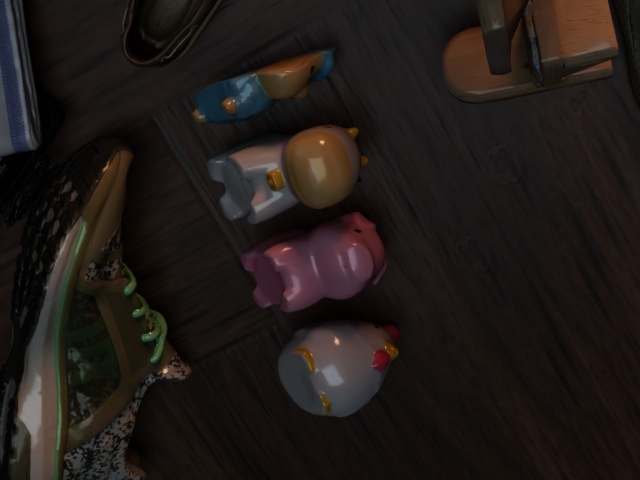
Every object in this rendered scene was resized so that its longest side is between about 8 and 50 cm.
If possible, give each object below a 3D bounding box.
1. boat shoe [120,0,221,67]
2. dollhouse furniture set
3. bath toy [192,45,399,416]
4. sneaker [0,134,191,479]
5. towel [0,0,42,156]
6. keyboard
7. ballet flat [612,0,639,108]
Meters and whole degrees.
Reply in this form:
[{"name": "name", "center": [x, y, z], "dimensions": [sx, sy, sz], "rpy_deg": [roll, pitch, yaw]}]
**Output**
[{"name": "boat shoe", "center": [-0.105, -0.260, 0.969], "dimensions": [0.095, 0.095, 0.257], "rpy_deg": [26, 117, -1]}, {"name": "dollhouse furniture set", "center": [0.063, -0.318, 0.817], "dimensions": [0.256, 0.362, 0.394], "rpy_deg": [-10, 81, 11]}, {"name": "bath toy", "center": [0.000, 0.000, 1.053], "dimensions": [0.129, 0.151, 0.348], "rpy_deg": [-25, 108, -30]}, {"name": "sneaker", "center": [-0.218, 0.091, 1.124], "dimensions": [0.182, 0.158, 0.410], "rpy_deg": [6, 112, -26]}, {"name": "towel", "center": [-0.411, -0.171, 1.062], "dimensions": [0.285, 0.034, 0.209], "rpy_deg": [-7, 96, 11]}, {"name": "keyboard", "center": [-0.310, -0.060, 1.105], "dimensions": [0.192, 0.038, 0.100], "rpy_deg": [-51, 58, 20]}, {"name": "ballet flat", "center": [0.308, -0.183, 0.979], "dimensions": [0.084, 0.058, 0.250], "rpy_deg": [-19, 106, 14]}]
